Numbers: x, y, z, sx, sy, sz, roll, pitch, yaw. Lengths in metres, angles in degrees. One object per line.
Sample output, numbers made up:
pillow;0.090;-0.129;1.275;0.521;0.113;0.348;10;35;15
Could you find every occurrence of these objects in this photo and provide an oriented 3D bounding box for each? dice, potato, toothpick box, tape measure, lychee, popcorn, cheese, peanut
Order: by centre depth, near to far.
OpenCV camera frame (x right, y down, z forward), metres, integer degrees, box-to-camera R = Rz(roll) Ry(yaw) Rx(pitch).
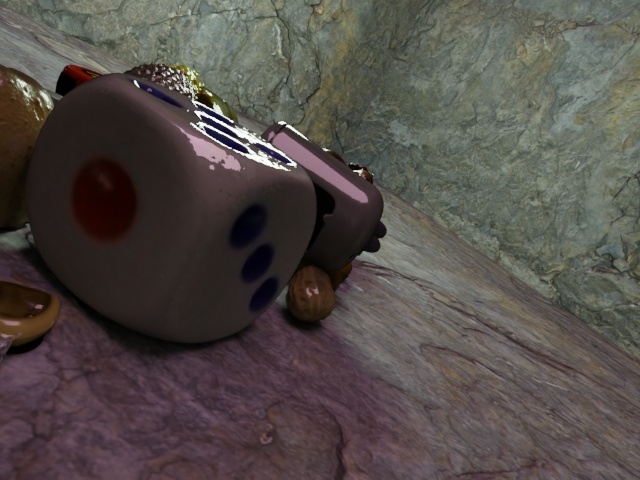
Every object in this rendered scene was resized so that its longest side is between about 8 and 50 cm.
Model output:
cheese;-0.322;0.090;0.591;0.086;0.036;0.162;23;14;-18
potato;-0.472;-0.146;0.794;0.242;0.243;0.285;31;11;9
dice;-0.201;-0.048;0.839;0.304;0.277;0.304;32;14;21
peanut;-0.015;0.097;1.090;0.093;0.083;0.194;27;13;-2
toothpick box;-0.008;-0.077;1.182;0.316;0.229;0.229;34;13;0
lychee;-0.418;-0.315;1.466;0.255;0.274;0.255;26;-19;10
tape measure;-0.614;-0.400;1.657;0.260;0.114;0.253;32;14;30
popcorn;-0.441;-0.408;1.815;0.205;0.237;0.252;-15;75;-53

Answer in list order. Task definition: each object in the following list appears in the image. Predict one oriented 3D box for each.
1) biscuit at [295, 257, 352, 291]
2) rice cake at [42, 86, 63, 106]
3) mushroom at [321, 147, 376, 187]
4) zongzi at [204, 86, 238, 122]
biscuit;-0.061;0.009;1.353;0.290;0.062;0.237;35;13;8
rice cake;-0.534;-0.234;1.204;0.211;0.124;0.038;30;18;-19
mushroom;0.020;-0.135;1.670;0.283;0.264;0.195;-14;12;-25
zongzi;-0.360;-0.397;2.088;0.393;0.174;0.356;44;11;18
